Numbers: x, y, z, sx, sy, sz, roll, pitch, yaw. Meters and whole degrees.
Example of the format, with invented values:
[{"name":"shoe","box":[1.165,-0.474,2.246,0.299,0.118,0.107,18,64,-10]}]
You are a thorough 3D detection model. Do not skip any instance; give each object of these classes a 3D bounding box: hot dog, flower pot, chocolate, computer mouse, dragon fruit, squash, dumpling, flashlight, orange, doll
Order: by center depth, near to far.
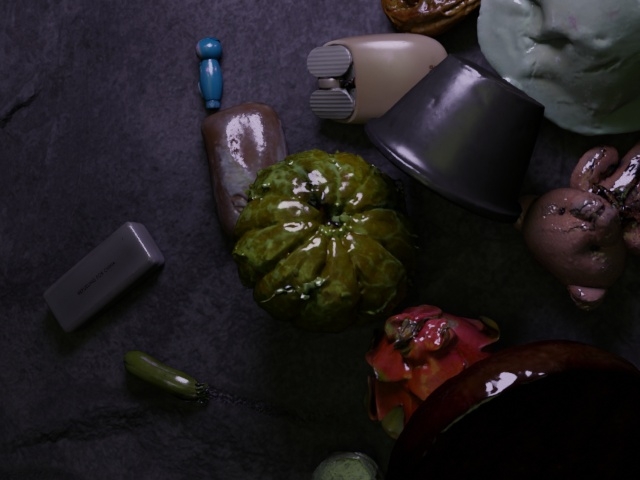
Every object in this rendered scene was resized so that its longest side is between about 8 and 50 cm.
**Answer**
[{"name":"dumpling","box":[0.394,-0.323,1.013,0.270,0.211,0.321,-38,58,56]},{"name":"flower pot","box":[0.212,-0.162,1.016,0.269,0.269,0.166,37,115,14]},{"name":"doll","box":[0.439,-0.058,1.023,0.303,0.156,0.201,-40,73,9]},{"name":"dragon fruit","box":[0.167,0.206,1.075,0.224,0.224,0.227,-5,104,18]},{"name":"orange","box":[0.000,0.000,1.111,0.300,0.223,0.301,-10,72,-19]},{"name":"hot dog","box":[0.203,-0.423,1.125,0.227,0.099,0.160,-37,84,11]},{"name":"computer mouse","box":[0.093,-0.262,1.154,0.236,0.082,0.145,3,109,17]},{"name":"chocolate","box":[-0.133,-0.121,1.238,0.161,0.083,0.261,-17,84,15]},{"name":"flashlight","box":[-0.197,-0.302,1.277,0.051,0.051,0.129,-5,92,18]},{"name":"squash","box":[-0.289,0.254,1.308,0.183,0.052,0.052,23,97,13]}]

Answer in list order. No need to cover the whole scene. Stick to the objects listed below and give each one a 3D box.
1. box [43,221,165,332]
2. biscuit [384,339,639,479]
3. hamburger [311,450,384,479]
[{"name":"box","box":[-0.413,0.071,1.342,0.243,0.055,0.103,-37,80,14]},{"name":"biscuit","box":[0.280,0.305,0.991,0.407,0.407,0.091,-46,34,13]},{"name":"hamburger","box":[0.047,0.425,1.193,0.133,0.062,0.140,-7,86,16]}]
